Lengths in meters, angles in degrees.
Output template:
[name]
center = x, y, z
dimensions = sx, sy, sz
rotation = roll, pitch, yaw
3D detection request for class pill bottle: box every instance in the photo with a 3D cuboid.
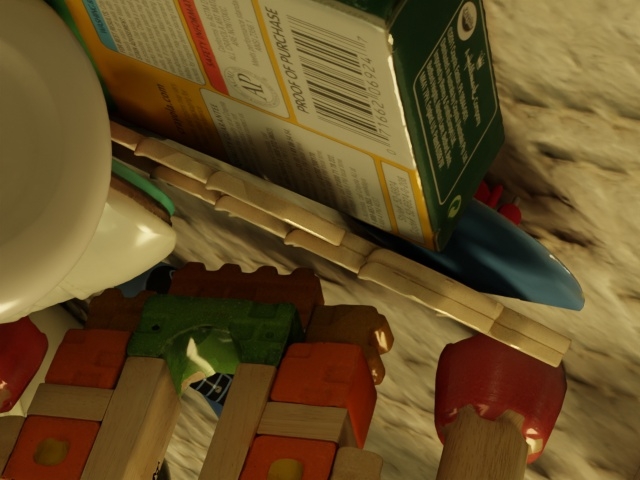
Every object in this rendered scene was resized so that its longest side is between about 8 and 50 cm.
[pill bottle]
center = -0.259, -0.037, 1.014
dimensions = 0.181, 0.181, 0.323
rotation = 42, 154, -26

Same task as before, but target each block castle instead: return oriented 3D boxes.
[block castle]
center = -0.051, 0.174, 1.332
dimensions = 0.453, 0.213, 0.303
rotation = 4, 140, 17

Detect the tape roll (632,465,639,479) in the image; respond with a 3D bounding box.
[tape roll]
center = 0.315, 0.249, 1.235
dimensions = 0.286, 0.100, 0.286
rotation = 27, 158, 12

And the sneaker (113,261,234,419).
[sneaker]
center = -0.059, 0.092, 1.449
dimensions = 0.090, 0.081, 0.232
rotation = -7, 139, 38

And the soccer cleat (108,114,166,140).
[soccer cleat]
center = -0.176, -0.104, 1.172
dimensions = 0.196, 0.068, 0.076
rotation = 20, 160, 21

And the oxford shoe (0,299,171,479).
[oxford shoe]
center = -0.227, 0.118, 1.680
dimensions = 0.130, 0.169, 0.449
rotation = -16, 141, 0

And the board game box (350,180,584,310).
[board game box]
center = 0.079, -0.014, 1.068
dimensions = 0.133, 0.033, 0.168
rotation = 39, 164, -32

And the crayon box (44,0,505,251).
[crayon box]
center = -0.075, -0.130, 0.945
dimensions = 0.323, 0.083, 0.203
rotation = 23, 158, 21

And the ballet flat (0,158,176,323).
[ballet flat]
center = -0.219, -0.016, 1.205
dimensions = 0.139, 0.139, 0.400
rotation = 45, 167, -33

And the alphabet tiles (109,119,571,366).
[alphabet tiles]
center = 0.000, 0.000, 1.070
dimensions = 0.284, 0.021, 0.278
rotation = 25, 179, 41
